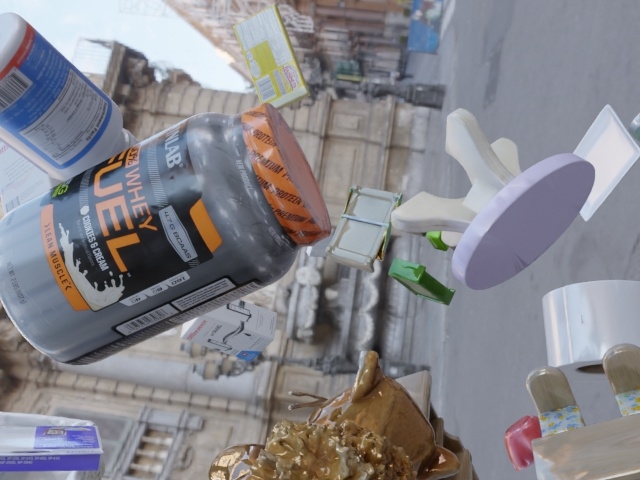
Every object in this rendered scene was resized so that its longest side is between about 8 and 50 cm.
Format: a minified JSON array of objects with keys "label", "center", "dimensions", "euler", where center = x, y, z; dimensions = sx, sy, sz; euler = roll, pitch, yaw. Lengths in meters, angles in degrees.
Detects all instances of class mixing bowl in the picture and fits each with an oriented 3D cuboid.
[{"label":"mixing bowl","center":[0.611,0.581,1.904],"dimensions":[0.098,0.181,0.181],"euler":[53,170,14]}]

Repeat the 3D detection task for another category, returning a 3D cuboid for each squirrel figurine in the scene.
[{"label":"squirrel figurine","center":[-0.003,0.301,0.693],"dimensions":[0.370,0.281,0.397],"euler":[-35,-1,-19]}]

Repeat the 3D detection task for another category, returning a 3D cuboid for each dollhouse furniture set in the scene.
[{"label":"dollhouse furniture set","center":[0.187,0.004,1.544],"dimensions":[0.151,0.301,0.198],"euler":[33,-102,-47]},{"label":"dollhouse furniture set","center":[0.322,0.297,0.933],"dimensions":[0.257,0.394,0.362],"euler":[63,-160,-14]}]

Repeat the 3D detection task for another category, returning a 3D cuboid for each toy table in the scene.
[{"label":"toy table","center":[0.252,-0.058,0.958],"dimensions":[0.274,0.161,0.252],"euler":[-24,-45,-32]}]

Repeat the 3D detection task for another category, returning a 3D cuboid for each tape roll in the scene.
[{"label":"tape roll","center":[0.618,0.201,1.411],"dimensions":[0.246,0.246,0.169],"euler":[88,-176,-68]}]

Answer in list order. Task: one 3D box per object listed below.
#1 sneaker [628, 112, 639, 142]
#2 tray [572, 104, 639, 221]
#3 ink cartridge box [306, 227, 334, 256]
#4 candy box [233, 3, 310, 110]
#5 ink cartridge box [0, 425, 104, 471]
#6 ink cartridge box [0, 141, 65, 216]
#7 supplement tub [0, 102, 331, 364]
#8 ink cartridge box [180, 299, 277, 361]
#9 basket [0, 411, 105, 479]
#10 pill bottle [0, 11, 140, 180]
[{"label":"sneaker","center":[0.770,-0.209,1.404],"dimensions":[0.094,0.151,0.255],"euler":[-48,-36,18]},{"label":"tray","center":[0.645,-0.173,1.489],"dimensions":[0.270,0.030,0.145],"euler":[99,155,-59]},{"label":"ink cartridge box","center":[0.000,0.000,2.145],"dimensions":[0.029,0.062,0.115],"euler":[57,137,50]},{"label":"candy box","center":[-0.104,-0.381,1.365],"dimensions":[0.206,0.105,0.027],"euler":[70,-164,5]},{"label":"ink cartridge box","center":[-0.456,0.334,1.023],"dimensions":[0.208,0.206,0.045],"euler":[167,108,-68]},{"label":"ink cartridge box","center":[-0.555,-0.119,1.286],"dimensions":[0.093,0.154,0.213],"euler":[4,-116,-59]},{"label":"supplement tub","center":[-0.160,-0.009,0.688],"dimensions":[0.194,0.315,0.194],"euler":[62,-170,-19]},{"label":"ink cartridge box","center":[-0.235,0.217,1.647],"dimensions":[0.148,0.203,0.086],"euler":[-47,29,45]},{"label":"basket","center":[-0.770,0.655,1.676],"dimensions":[0.267,0.331,0.328],"euler":[99,177,-46]},{"label":"pill bottle","center":[-0.319,-0.149,0.773],"dimensions":[0.221,0.124,0.124],"euler":[48,-136,-49]}]
